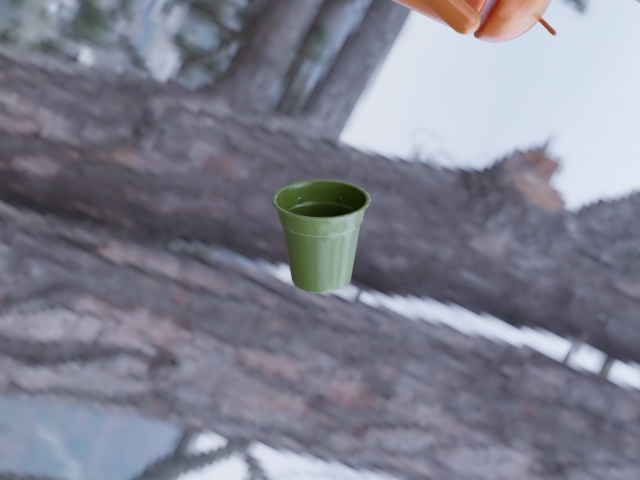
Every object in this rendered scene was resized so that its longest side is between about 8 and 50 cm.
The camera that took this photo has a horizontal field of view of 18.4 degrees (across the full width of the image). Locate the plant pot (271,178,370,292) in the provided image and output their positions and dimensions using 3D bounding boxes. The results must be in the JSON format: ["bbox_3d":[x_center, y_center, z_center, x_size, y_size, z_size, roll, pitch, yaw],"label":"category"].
[{"bbox_3d":[0.000,0.000,1.681,0.083,0.083,0.079,-65,158,-63],"label":"plant pot"}]

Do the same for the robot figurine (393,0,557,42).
[{"bbox_3d":[0.123,-0.258,1.788,0.158,0.219,0.128,-109,-137,-82],"label":"robot figurine"}]

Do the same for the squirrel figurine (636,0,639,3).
[{"bbox_3d":[0.161,-0.278,0.880,0.281,0.397,0.370,-25,-147,46],"label":"squirrel figurine"}]
